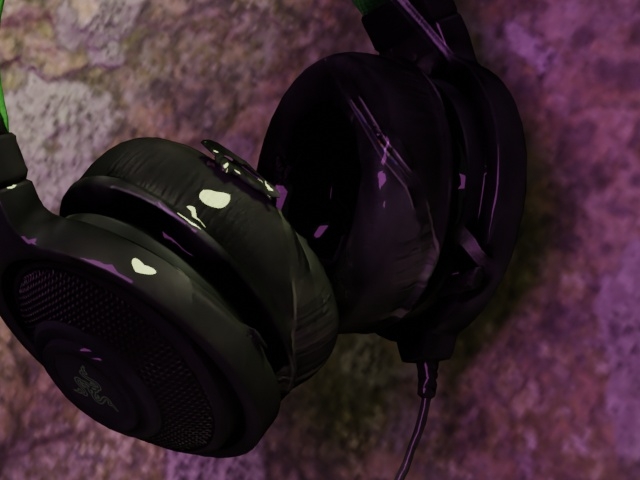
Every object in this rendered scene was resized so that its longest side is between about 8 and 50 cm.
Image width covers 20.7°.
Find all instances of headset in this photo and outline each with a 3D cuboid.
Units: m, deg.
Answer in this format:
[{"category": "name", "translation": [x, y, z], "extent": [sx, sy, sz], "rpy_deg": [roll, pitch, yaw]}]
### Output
[{"category": "headset", "translation": [0.000, 0.000, 0.720], "extent": [0.185, 0.243, 0.394], "rpy_deg": [-22, 93, 57]}]
